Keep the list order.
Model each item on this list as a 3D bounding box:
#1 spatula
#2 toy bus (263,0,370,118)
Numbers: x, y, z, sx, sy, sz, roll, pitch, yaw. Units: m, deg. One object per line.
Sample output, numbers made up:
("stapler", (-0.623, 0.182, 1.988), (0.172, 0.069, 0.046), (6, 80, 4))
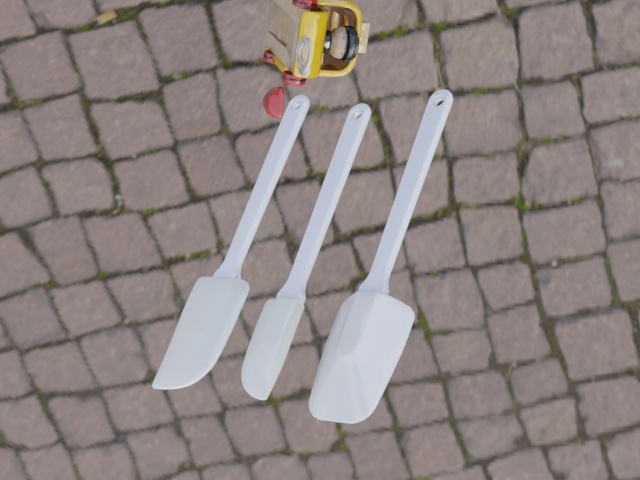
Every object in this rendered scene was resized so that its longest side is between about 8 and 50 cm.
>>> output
("spatula", (0.000, 0.000, 0.735), (0.168, 0.242, 0.019), (2, 148, 36))
("toy bus", (0.001, -0.238, 1.284), (0.105, 0.202, 0.191), (1, 158, -17))
